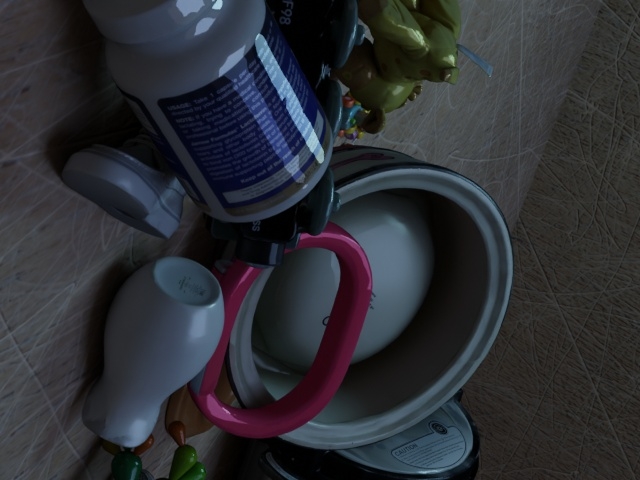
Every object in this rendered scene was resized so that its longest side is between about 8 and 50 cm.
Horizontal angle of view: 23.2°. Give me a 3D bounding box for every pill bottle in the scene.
[{"bbox_3d":[-0.101,-0.151,1.400,0.153,0.153,0.264,-57,141,-24],"label":"pill bottle"}]

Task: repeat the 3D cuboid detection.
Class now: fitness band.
[{"bbox_3d":[-0.050,0.106,1.846,0.209,0.054,0.290,4,116,-34],"label":"fitness band"}]

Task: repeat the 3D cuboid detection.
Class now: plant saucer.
[{"bbox_3d":[-0.143,0.187,2.141,0.200,0.037,0.200,-55,163,-26],"label":"plant saucer"}]

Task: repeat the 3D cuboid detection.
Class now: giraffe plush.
[{"bbox_3d":[0.092,-0.242,2.023,0.170,0.210,0.181,-39,-174,38],"label":"giraffe plush"}]

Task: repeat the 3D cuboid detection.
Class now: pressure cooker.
[{"bbox_3d":[0.050,0.373,2.478,0.370,0.376,0.420,-89,-164,-64],"label":"pressure cooker"}]

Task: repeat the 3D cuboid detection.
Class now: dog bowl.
[{"bbox_3d":[0.038,0.059,1.994,0.408,0.150,0.408,-14,124,-23],"label":"dog bowl"}]

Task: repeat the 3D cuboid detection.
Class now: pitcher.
[{"bbox_3d":[-0.184,0.106,1.761,0.177,0.125,0.207,-77,-166,-56],"label":"pitcher"}]

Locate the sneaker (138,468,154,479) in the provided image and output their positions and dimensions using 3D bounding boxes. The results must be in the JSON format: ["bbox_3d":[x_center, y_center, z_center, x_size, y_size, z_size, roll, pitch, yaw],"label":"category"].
[{"bbox_3d":[-0.270,0.360,1.916,0.225,0.088,0.092,-51,155,-44],"label":"sneaker"}]

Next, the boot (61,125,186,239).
[{"bbox_3d":[-0.175,-0.086,1.528,0.258,0.095,0.123,70,42,-80],"label":"boot"}]

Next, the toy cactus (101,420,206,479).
[{"bbox_3d":[-0.217,0.314,1.888,0.180,0.112,0.219,-33,110,-38],"label":"toy cactus"}]

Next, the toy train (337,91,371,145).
[{"bbox_3d":[0.045,-0.141,2.203,0.125,0.046,0.166,-61,165,-9],"label":"toy train"}]

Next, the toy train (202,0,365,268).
[{"bbox_3d":[-0.049,-0.141,1.644,0.190,0.142,0.334,-146,-116,-75],"label":"toy train"}]
